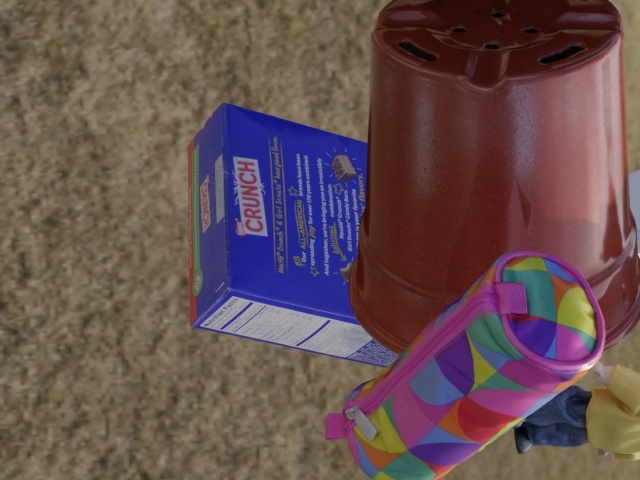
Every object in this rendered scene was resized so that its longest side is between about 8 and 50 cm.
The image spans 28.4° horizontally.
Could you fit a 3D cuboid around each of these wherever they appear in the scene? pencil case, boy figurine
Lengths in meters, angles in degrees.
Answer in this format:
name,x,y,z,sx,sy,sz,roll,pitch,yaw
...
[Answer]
name,x,y,z,sx,sy,sz,roll,pitch,yaw
pencil case,0.100,0.101,0.909,0.104,0.236,0.104,18,50,-22
boy figurine,0.384,0.213,1.609,0.092,0.285,0.177,-77,154,-45

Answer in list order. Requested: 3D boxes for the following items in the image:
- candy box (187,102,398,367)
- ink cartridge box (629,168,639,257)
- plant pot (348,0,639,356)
name,x,y,z,sx,sy,sz,roll,pitch,yaw
candy box,0.000,0.000,1.553,0.317,0.122,0.268,15,54,-27
ink cartridge box,0.313,0.033,1.486,0.172,0.237,0.100,-21,66,-26
plant pot,0.150,-0.070,1.084,0.272,0.272,0.265,-50,144,-46
